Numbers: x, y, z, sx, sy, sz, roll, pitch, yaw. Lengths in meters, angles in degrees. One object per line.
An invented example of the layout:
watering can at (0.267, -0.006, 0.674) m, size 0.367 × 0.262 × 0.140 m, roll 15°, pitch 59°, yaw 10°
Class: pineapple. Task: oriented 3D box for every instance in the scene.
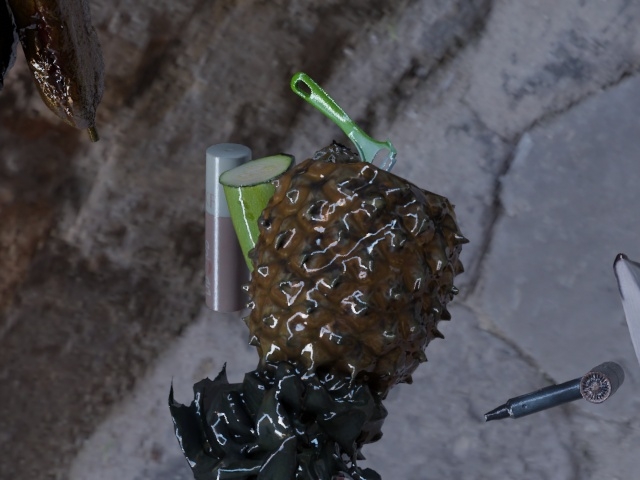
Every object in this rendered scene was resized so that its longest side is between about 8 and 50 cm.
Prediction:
pineapple at (-0.021, 0.123, 0.897) m, size 0.165 × 0.165 × 0.365 m, roll 7°, pitch 68°, yaw 41°

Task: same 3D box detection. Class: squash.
squash at (-0.055, -0.002, 1.594) m, size 0.095 × 0.095 × 0.188 m, roll 8°, pitch 121°, yaw 41°

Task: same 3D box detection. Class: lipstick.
lipstick at (-0.141, -0.018, 2.029) m, size 0.070 × 0.070 × 0.254 m, roll 25°, pitch 122°, yaw 41°

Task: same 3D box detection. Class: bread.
bread at (-0.298, -0.235, 1.482) m, size 0.084 × 0.344 × 0.124 m, roll 1°, pitch 48°, yaw 8°

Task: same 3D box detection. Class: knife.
knife at (0.024, -0.131, 1.529) m, size 0.166 × 0.022 × 0.078 m, roll 48°, pitch 129°, yaw 19°

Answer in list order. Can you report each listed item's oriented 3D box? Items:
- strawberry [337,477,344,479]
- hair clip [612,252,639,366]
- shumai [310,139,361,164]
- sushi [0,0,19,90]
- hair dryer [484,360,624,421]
strawberry at (-0.007, 0.336, 1.540) m, size 0.111 × 0.190 × 0.236 m, roll -4°, pitch 41°, yaw 30°
hair clip at (0.403, 0.146, 1.430) m, size 0.101 × 0.085 × 0.331 m, roll -28°, pitch 55°, yaw 29°
shumai at (0.003, 0.003, 1.937) m, size 0.218 × 0.184 × 0.185 m, roll -48°, pitch 18°, yaw 50°
sushi at (-0.504, -0.224, 1.443) m, size 0.207 × 0.348 × 0.234 m, roll -119°, pitch 47°, yaw -72°
hair dryer at (0.336, 0.223, 1.912) m, size 0.194 × 0.173 × 0.050 m, roll -19°, pitch 82°, yaw 19°
